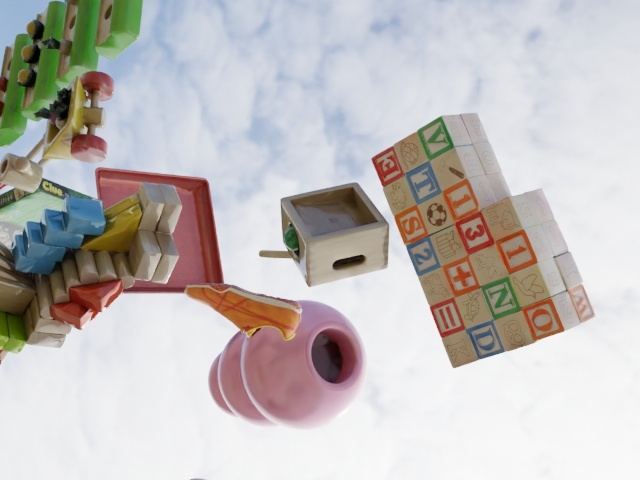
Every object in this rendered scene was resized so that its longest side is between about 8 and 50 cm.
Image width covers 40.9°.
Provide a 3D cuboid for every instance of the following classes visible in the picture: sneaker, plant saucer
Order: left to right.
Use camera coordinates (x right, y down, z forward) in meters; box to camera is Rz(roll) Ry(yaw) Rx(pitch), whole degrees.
[{"bbox_3d":[-0.328,-0.010,1.720,0.048,0.259,0.258,-29,-115,47],"label":"plant saucer"},{"bbox_3d":[-0.114,0.098,1.202,0.175,0.064,0.067,15,-89,16],"label":"sneaker"}]

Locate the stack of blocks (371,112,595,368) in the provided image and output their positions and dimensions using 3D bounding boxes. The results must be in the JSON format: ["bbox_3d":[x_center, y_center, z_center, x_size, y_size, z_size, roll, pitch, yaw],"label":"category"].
[{"bbox_3d":[0.200,-0.008,1.082,0.171,0.087,0.297,-28,-101,41],"label":"stack of blocks"}]

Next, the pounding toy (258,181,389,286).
[{"bbox_3d":[0.000,0.000,1.124,0.130,0.141,0.100,-122,-156,-50],"label":"pounding toy"}]

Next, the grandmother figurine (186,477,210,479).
[{"bbox_3d":[-0.200,0.524,1.252,0.208,0.104,0.342,-6,-109,32],"label":"grandmother figurine"}]

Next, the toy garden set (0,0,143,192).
[{"bbox_3d":[-0.241,-0.135,0.738,0.244,0.049,0.204,-23,-123,43],"label":"toy garden set"}]

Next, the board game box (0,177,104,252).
[{"bbox_3d":[-0.477,-0.025,1.325,0.259,0.136,0.030,-20,-116,24],"label":"board game box"}]

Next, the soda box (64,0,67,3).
[{"bbox_3d":[-0.301,-0.396,1.087,0.071,0.067,0.210,104,-23,-65],"label":"soda box"}]

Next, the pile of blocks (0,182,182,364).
[{"bbox_3d":[-0.313,0.056,0.965,0.362,0.149,0.112,-34,-136,3],"label":"pile of blocks"}]

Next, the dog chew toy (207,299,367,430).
[{"bbox_3d":[-0.074,0.219,1.422,0.332,0.206,0.207,-26,-105,50],"label":"dog chew toy"}]
